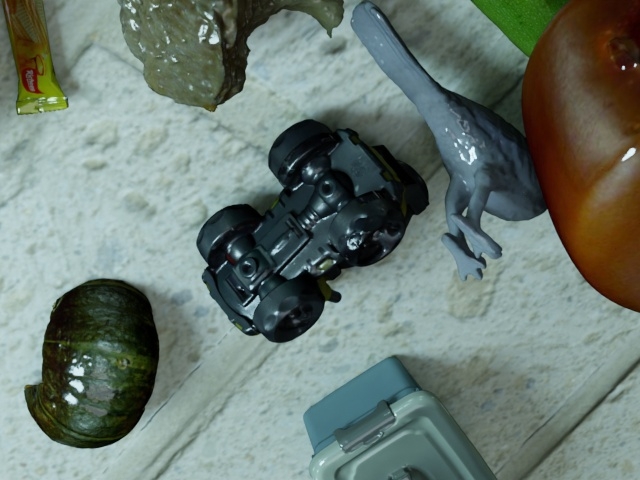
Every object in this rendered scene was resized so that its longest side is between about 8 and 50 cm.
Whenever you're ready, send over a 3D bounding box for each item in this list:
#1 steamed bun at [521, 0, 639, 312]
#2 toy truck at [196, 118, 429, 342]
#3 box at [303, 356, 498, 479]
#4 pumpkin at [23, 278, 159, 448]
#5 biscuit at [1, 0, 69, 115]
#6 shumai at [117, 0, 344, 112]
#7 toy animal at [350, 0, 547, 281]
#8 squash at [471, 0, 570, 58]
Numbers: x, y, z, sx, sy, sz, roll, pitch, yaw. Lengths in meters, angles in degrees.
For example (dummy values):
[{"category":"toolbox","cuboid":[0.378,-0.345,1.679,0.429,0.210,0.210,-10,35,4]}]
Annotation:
[{"category":"steamed bun","cuboid":[0.337,-0.069,1.515,0.248,0.235,0.379,-38,140,27]},{"category":"toy truck","cuboid":[0.000,0.000,1.594,0.224,0.147,0.165,-46,153,11]},{"category":"box","cuboid":[0.089,0.249,1.784,0.162,0.130,0.227,-33,126,4]},{"category":"pumpkin","cuboid":[-0.227,0.140,1.614,0.119,0.107,0.183,10,116,-19]},{"category":"biscuit","cuboid":[-0.266,-0.240,1.398,0.048,0.026,0.292,-2,124,4]},{"category":"shumai","cuboid":[-0.077,-0.224,1.418,0.175,0.166,0.206,-17,130,-37]},{"category":"toy animal","cuboid":[0.157,-0.068,1.584,0.367,0.206,0.081,27,151,-33]},{"category":"squash","cuboid":[0.163,-0.268,1.493,0.101,0.101,0.379,-41,127,9]}]
